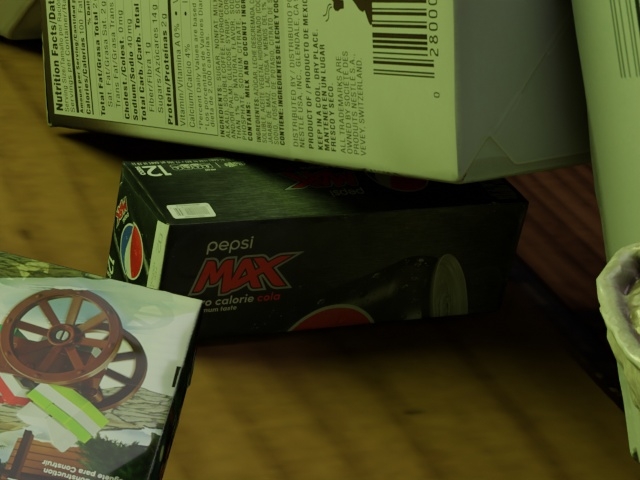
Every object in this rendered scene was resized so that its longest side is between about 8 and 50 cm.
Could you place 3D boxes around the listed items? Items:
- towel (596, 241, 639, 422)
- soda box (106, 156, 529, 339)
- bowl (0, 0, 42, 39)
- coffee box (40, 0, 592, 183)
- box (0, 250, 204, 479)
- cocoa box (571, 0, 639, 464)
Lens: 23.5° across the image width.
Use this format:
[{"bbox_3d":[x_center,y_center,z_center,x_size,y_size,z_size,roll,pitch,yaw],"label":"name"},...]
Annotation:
[{"bbox_3d":[0.168,0.134,0.367,0.049,0.187,0.282,-32,38,-5],"label":"towel"},{"bbox_3d":[0.000,0.000,0.642,0.169,0.060,0.053,-4,32,-27],"label":"soda box"},{"bbox_3d":[-0.119,-0.151,0.813,0.142,0.142,0.053,-10,76,-38],"label":"bowl"},{"bbox_3d":[0.019,-0.102,0.665,0.168,0.119,0.297,-10,13,-36],"label":"coffee box"},{"bbox_3d":[-0.163,0.062,0.419,0.233,0.044,0.159,13,50,0],"label":"box"},{"bbox_3d":[0.279,-0.042,0.453,0.228,0.231,0.347,-16,11,-33],"label":"cocoa box"}]
